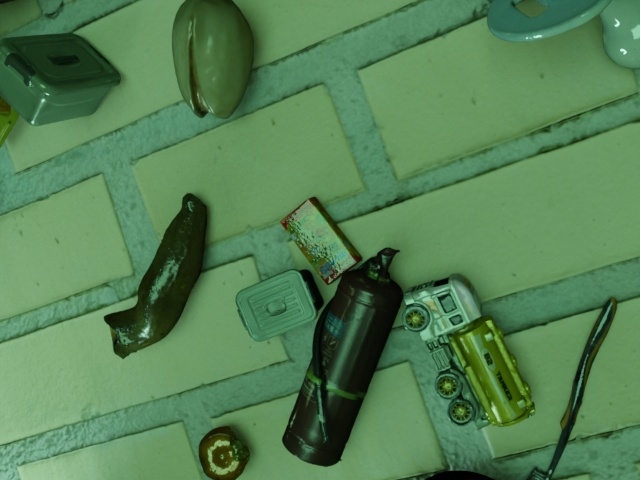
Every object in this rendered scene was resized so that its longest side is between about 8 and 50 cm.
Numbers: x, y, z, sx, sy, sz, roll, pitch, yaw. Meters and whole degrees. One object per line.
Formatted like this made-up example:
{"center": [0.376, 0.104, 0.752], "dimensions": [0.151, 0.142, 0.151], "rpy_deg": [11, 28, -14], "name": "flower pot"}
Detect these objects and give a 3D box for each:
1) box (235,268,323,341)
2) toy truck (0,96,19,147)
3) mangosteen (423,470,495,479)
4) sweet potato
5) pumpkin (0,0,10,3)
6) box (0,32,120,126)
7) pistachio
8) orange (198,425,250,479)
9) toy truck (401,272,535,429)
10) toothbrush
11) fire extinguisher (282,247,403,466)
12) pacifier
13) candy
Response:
{"center": [-0.057, 0.092, 1.162], "dimensions": [0.122, 0.069, 0.084], "rpy_deg": [-23, 91, 18], "name": "box"}
{"center": [-0.655, -0.145, 1.260], "dimensions": [0.254, 0.181, 0.405], "rpy_deg": [40, 106, 11], "name": "toy truck"}
{"center": [0.204, 0.437, 1.026], "dimensions": [0.265, 0.228, 0.228], "rpy_deg": [41, 110, 49], "name": "mangosteen"}
{"center": [-0.251, 0.061, 1.209], "dimensions": [0.112, 0.085, 0.285], "rpy_deg": [30, 103, 16], "name": "sweet potato"}
{"center": [-0.539, -0.513, 1.191], "dimensions": [0.333, 0.199, 0.332], "rpy_deg": [5, 104, 21], "name": "pumpkin"}
{"center": [-0.410, -0.244, 1.188], "dimensions": [0.124, 0.172, 0.093], "rpy_deg": [44, 121, 10], "name": "box"}
{"center": [-0.159, -0.269, 1.126], "dimensions": [0.125, 0.124, 0.184], "rpy_deg": [2, 99, 17], "name": "pistachio"}
{"center": [-0.153, 0.338, 1.221], "dimensions": [0.086, 0.062, 0.086], "rpy_deg": [0, 84, 5], "name": "orange"}
{"center": [0.204, 0.155, 1.077], "dimensions": [0.114, 0.098, 0.226], "rpy_deg": [-26, 90, 14], "name": "toy truck"}
{"center": [0.350, 0.227, 1.077], "dimensions": [0.031, 0.023, 0.320], "rpy_deg": [22, 102, 11], "name": "toothbrush"}
{"center": [0.040, 0.158, 1.110], "dimensions": [0.105, 0.141, 0.341], "rpy_deg": [16, 102, -13], "name": "fire extinguisher"}
{"center": [0.356, -0.314, 0.953], "dimensions": [0.299, 0.244, 0.233], "rpy_deg": [-34, 116, 12], "name": "pacifier"}
{"center": [0.000, 0.000, 1.150], "dimensions": [0.062, 0.038, 0.122], "rpy_deg": [-38, 84, 17], "name": "candy"}
